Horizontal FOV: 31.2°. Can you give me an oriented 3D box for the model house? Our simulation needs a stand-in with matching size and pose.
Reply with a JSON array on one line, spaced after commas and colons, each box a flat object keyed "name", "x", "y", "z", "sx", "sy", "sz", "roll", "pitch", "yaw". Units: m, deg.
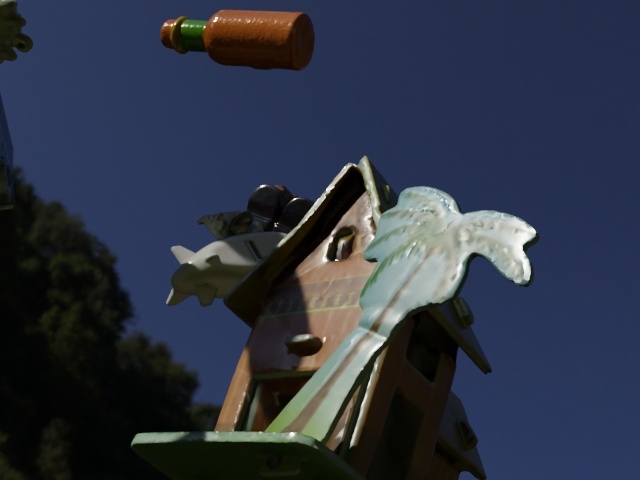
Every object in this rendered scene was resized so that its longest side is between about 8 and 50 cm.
[{"name": "model house", "x": 0.092, "y": 0.108, "z": 0.969, "sx": 0.340, "sy": 0.323, "sz": 0.300, "roll": -10, "pitch": -41, "yaw": 40}]

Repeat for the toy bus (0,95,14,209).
[{"name": "toy bus", "x": -0.471, "y": -0.161, "z": 1.469, "sx": 0.128, "sy": 0.147, "sz": 0.256, "roll": -5, "pitch": -39, "yaw": -7}]

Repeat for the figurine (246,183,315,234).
[{"name": "figurine", "x": -0.015, "y": 0.026, "z": 1.802, "sx": 0.185, "sy": 0.204, "sz": 0.332, "roll": 25, "pitch": 10, "yaw": 27}]

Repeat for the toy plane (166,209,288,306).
[{"name": "toy plane", "x": -0.089, "y": 0.034, "z": 1.290, "sx": 0.174, "sy": 0.174, "sz": 0.080, "roll": 22, "pitch": -47, "yaw": -7}]

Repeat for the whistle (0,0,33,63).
[{"name": "whistle", "x": -0.417, "y": -0.266, "z": 1.225, "sx": 0.244, "sy": 0.092, "sz": 0.110, "roll": 28, "pitch": -38, "yaw": -5}]

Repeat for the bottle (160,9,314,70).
[{"name": "bottle", "x": -0.101, "y": -0.237, "z": 1.341, "sx": 0.187, "sy": 0.069, "sz": 0.069, "roll": 9, "pitch": -39, "yaw": 24}]
